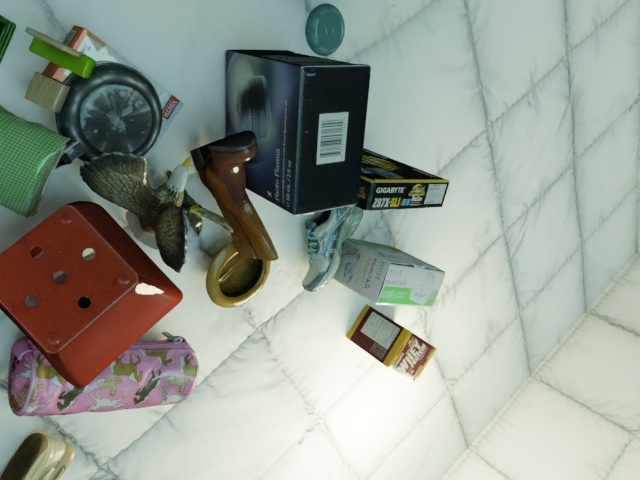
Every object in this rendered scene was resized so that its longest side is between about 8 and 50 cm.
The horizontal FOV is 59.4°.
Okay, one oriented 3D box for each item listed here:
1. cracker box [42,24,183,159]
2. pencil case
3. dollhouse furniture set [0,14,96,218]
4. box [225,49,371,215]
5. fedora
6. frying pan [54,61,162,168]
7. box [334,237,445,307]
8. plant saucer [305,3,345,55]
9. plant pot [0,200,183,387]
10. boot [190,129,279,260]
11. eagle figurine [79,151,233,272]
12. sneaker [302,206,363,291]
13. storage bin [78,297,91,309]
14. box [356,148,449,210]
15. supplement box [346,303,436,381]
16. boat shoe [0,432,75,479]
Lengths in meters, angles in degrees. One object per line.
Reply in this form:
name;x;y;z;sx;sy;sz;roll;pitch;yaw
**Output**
cracker box;-0.401;-0.269;1.069;0.232;0.067;0.156;35;87;-43
pencil case;-0.464;0.286;1.216;0.386;0.160;0.167;6;72;-41
dollhouse furniture set;-0.519;-0.200;0.887;0.197;0.151;0.301;26;95;-7
box;-0.065;-0.243;1.209;0.182;0.294;0.296;-12;117;-34
fedora;-0.214;0.069;1.380;0.194;0.079;0.194;-20;120;-40
frying pan;-0.432;-0.202;1.003;0.326;0.053;0.197;-26;126;-30
box;0.187;0.090;1.627;0.262;0.231;0.127;10;103;-43
plant saucer;0.018;-0.504;1.346;0.119;0.021;0.119;-18;121;-34
plant pot;-0.436;0.082;1.005;0.267;0.236;0.267;-43;89;-17
boot;-0.163;-0.077;1.180;0.096;0.264;0.280;-32;107;-35
eagle figurine;-0.315;-0.067;1.087;0.298;0.226;0.225;-59;150;-76
sneaker;0.000;0.000;1.534;0.122;0.110;0.283;23;92;-26
storage bin;-0.474;0.142;1.194;0.135;0.098;0.091;2;136;-42
box;0.107;-0.160;1.376;0.257;0.322;0.079;-7;116;-38
supplement box;0.228;0.329;1.798;0.191;0.194;0.129;35;86;-44
boat shoe;-0.666;0.587;1.209;0.341;0.121;0.110;-55;133;-8
